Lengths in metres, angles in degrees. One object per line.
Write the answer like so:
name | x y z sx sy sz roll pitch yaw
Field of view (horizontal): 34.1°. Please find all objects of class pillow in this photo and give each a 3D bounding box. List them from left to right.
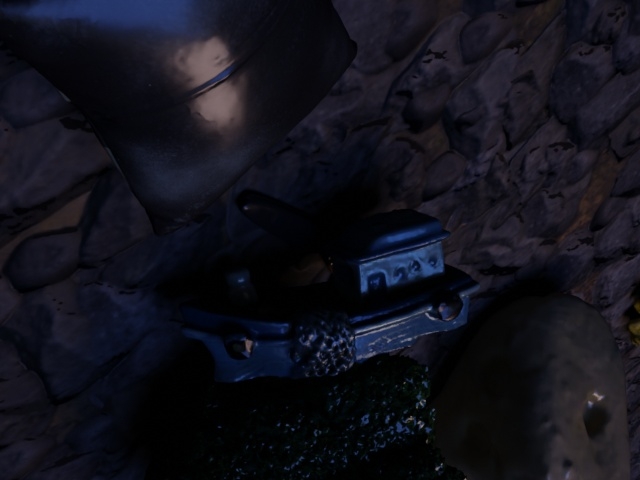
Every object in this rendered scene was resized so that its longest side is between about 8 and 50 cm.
pillow | -0.068 -0.116 0.568 0.186 0.106 0.250 -46 150 -8

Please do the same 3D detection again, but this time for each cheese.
cheese | 0.220 0.178 1.170 0.173 0.251 0.248 11 85 -36

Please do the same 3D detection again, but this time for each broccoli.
broccoli | -0.015 0.200 0.882 0.294 0.265 0.245 -22 -154 46

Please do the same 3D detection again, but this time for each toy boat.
toy boat | 0.005 0.040 0.808 0.237 0.109 0.098 -15 109 -22

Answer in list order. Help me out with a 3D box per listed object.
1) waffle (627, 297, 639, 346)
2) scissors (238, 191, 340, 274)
waffle | 0.535 0.066 1.413 0.262 0.060 0.280 -41 145 10
scissors | 0.000 0.000 0.850 0.088 0.017 0.220 -47 146 11
